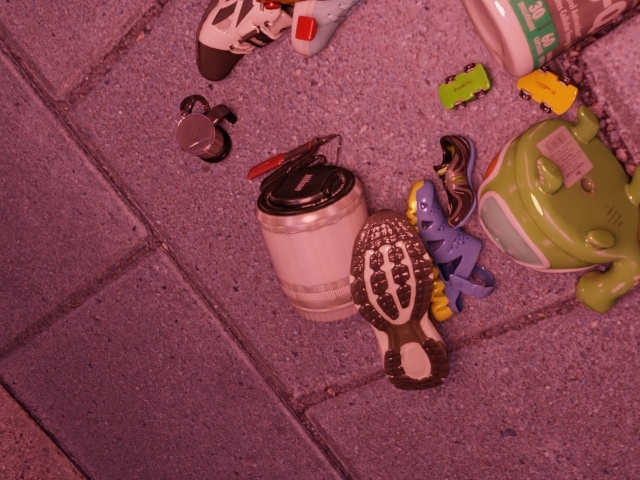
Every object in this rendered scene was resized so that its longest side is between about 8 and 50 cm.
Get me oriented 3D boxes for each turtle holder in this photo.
[{"bbox_3d":[0.424,-0.049,1.011,0.320,0.243,0.227,29,152,-13],"label":"turtle holder"}]

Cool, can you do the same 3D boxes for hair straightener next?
[{"bbox_3d":[-0.045,-0.162,1.250,0.230,0.047,0.089,-26,126,25],"label":"hair straightener"}]

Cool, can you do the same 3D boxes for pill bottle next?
[{"bbox_3d":[0.384,-0.409,0.804,0.361,0.204,0.204,-32,102,14],"label":"pill bottle"}]

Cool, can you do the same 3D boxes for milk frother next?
[{"bbox_3d":[-0.262,-0.245,1.228,0.143,0.135,0.129,25,92,5],"label":"milk frother"}]

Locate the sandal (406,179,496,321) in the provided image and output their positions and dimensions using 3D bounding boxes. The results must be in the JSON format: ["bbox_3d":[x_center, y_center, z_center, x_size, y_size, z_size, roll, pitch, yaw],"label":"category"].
[{"bbox_3d":[0.262,0.015,1.171,0.138,0.126,0.317,-12,119,23],"label":"sandal"}]

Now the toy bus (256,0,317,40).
[{"bbox_3d":[-0.063,-0.432,0.920,0.191,0.104,0.202,47,119,12],"label":"toy bus"}]

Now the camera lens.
[{"bbox_3d":[0.000,0.000,1.190,0.219,0.219,0.274,-2,123,23],"label":"camera lens"}]

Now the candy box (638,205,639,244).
[{"bbox_3d":[0.655,-0.045,1.002,0.233,0.071,0.159,19,120,12],"label":"candy box"}]

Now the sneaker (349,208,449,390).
[{"bbox_3d":[0.147,0.105,1.159,0.158,0.182,0.410,-12,120,5],"label":"sneaker"}]

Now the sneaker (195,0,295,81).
[{"bbox_3d":[-0.121,-0.414,1.082,0.146,0.122,0.330,42,125,9],"label":"sneaker"}]

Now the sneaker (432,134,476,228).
[{"bbox_3d":[0.244,-0.110,1.079,0.078,0.188,0.067,11,161,-23],"label":"sneaker"}]

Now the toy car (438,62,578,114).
[{"bbox_3d":[0.309,-0.297,1.007,0.225,0.053,0.239,-23,85,42],"label":"toy car"}]

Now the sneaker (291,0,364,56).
[{"bbox_3d":[0.075,-0.458,0.983,0.150,0.135,0.366,36,124,7],"label":"sneaker"}]
